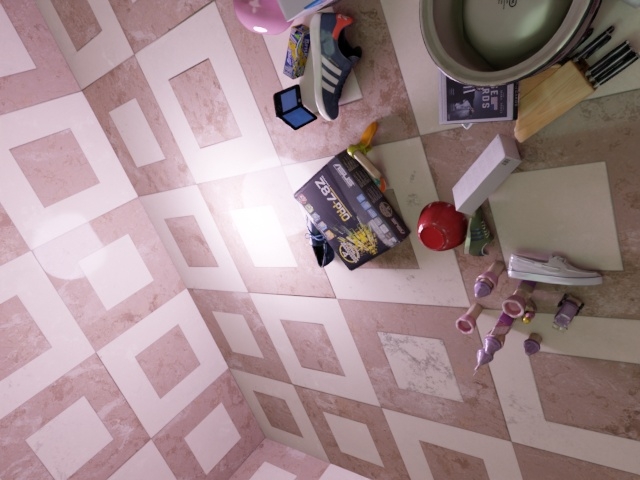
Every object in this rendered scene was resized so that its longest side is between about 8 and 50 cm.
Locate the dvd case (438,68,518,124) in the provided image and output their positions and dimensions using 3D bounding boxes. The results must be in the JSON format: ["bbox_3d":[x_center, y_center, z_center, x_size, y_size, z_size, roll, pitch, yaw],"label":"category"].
[{"bbox_3d":[0.418,-0.408,1.267,0.238,0.029,0.180,14,114,53],"label":"dvd case"}]

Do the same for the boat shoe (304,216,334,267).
[{"bbox_3d":[0.000,0.000,1.983,0.109,0.089,0.258,-2,121,39],"label":"boat shoe"}]

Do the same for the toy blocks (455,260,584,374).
[{"bbox_3d":[0.603,0.279,1.510,0.308,0.260,0.289,30,135,23],"label":"toy blocks"}]

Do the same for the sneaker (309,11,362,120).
[{"bbox_3d":[0.060,-0.545,1.511,0.148,0.131,0.350,5,136,14],"label":"sneaker"}]

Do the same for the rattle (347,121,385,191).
[{"bbox_3d":[0.198,-0.287,1.640,0.199,0.143,0.130,41,174,-12],"label":"rattle"}]

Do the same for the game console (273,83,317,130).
[{"bbox_3d":[-0.087,-0.476,1.673,0.085,0.144,0.124,17,129,33],"label":"game console"}]

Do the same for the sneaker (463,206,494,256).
[{"bbox_3d":[0.519,-0.028,1.518,0.086,0.064,0.192,15,129,24],"label":"sneaker"}]

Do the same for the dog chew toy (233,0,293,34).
[{"bbox_3d":[-0.159,-0.822,1.452,0.206,0.206,0.332,29,127,24],"label":"dog chew toy"}]

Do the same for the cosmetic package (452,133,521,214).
[{"bbox_3d":[0.484,-0.189,1.388,0.060,0.099,0.239,13,141,-15],"label":"cosmetic package"}]

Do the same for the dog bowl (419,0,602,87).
[{"bbox_3d":[0.431,-0.551,1.057,0.407,0.150,0.408,13,108,46],"label":"dog bowl"}]

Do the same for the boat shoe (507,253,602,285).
[{"bbox_3d":[0.698,0.083,1.409,0.258,0.095,0.084,5,95,27],"label":"boat shoe"}]

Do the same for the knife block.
[{"bbox_3d":[0.618,-0.369,1.144,0.242,0.088,0.276,18,129,34],"label":"knife block"}]

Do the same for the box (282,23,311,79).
[{"bbox_3d":[-0.078,-0.642,1.606,0.054,0.059,0.169,36,138,15],"label":"box"}]

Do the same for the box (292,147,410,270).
[{"bbox_3d":[0.110,-0.105,1.805,0.395,0.097,0.318,53,137,-2],"label":"box"}]

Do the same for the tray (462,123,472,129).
[{"bbox_3d":[0.442,-0.447,1.272,0.145,0.030,0.270,58,143,20],"label":"tray"}]

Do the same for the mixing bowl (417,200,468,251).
[{"bbox_3d":[0.398,-0.031,1.594,0.181,0.098,0.182,24,134,28],"label":"mixing bowl"}]

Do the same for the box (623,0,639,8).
[{"bbox_3d":[0.641,-0.605,0.987,0.186,0.038,0.145,41,139,11],"label":"box"}]

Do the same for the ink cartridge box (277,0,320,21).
[{"bbox_3d":[-0.007,-0.753,1.324,0.171,0.232,0.168,-8,115,45],"label":"ink cartridge box"}]

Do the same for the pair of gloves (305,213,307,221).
[{"bbox_3d":[-0.034,-0.092,2.014,0.083,0.010,0.074,5,122,42],"label":"pair of gloves"}]
